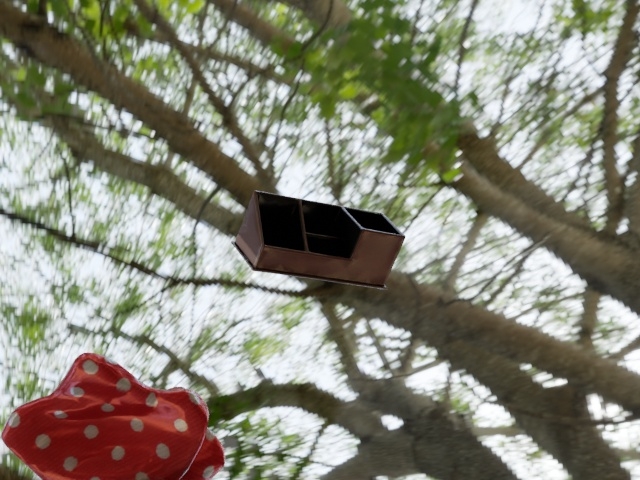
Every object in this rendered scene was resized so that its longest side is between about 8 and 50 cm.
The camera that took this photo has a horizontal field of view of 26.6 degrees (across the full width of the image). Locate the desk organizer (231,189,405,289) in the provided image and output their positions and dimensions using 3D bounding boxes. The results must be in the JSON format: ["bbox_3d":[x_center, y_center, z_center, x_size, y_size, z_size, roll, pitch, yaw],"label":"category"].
[{"bbox_3d":[0.000,0.000,1.097,0.130,0.047,0.050,9,-66,-32],"label":"desk organizer"}]

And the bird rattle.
[{"bbox_3d":[-0.094,0.198,0.724,0.253,0.143,0.207,44,-103,1],"label":"bird rattle"}]
